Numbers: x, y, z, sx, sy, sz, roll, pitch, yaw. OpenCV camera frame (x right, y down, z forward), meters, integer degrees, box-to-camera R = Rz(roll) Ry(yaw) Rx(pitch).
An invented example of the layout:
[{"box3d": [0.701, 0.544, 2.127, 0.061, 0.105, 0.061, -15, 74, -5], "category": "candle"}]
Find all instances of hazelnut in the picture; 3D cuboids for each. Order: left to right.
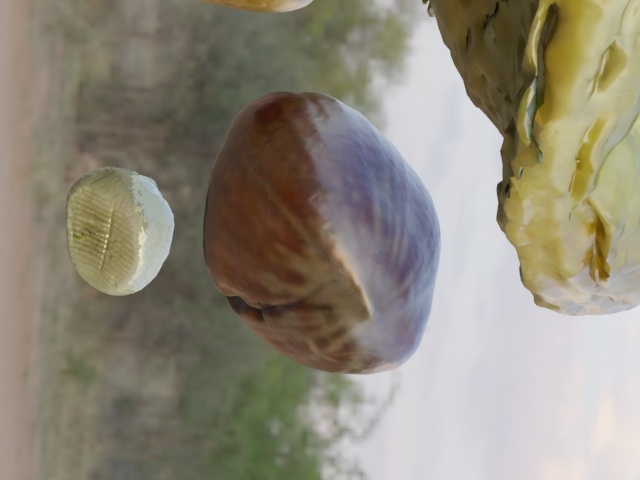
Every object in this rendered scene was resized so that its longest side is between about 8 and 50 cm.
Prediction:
[{"box3d": [-0.003, 0.002, 1.418, 0.212, 0.181, 0.181, 62, 36, -33], "category": "hazelnut"}]

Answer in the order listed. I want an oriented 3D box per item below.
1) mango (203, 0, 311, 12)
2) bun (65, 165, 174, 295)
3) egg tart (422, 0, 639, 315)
[{"box3d": [-0.109, -0.250, 1.469, 0.157, 0.262, 0.109, -3, -112, 67], "category": "mango"}, {"box3d": [-0.173, -0.010, 1.710, 0.069, 0.115, 0.115, -18, 122, -47], "category": "bun"}, {"box3d": [0.130, -0.137, 0.677, 0.345, 0.132, 0.345, -45, 149, -37], "category": "egg tart"}]
